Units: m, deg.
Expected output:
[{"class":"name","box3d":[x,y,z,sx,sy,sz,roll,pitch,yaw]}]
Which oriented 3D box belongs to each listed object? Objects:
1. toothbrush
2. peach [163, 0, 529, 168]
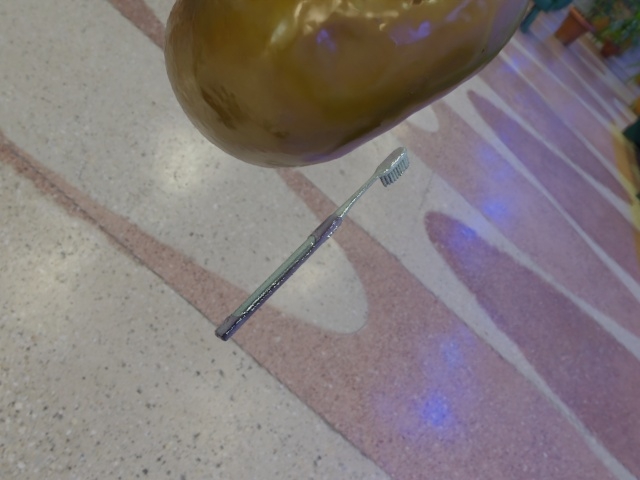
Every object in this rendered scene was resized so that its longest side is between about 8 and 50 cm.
[{"class":"toothbrush","box3d":[0.000,0.000,0.858,0.354,0.024,0.029,-45,125,-20]},{"class":"peach","box3d":[0.014,-0.152,0.456,0.153,0.251,0.251,61,26,-28]}]
